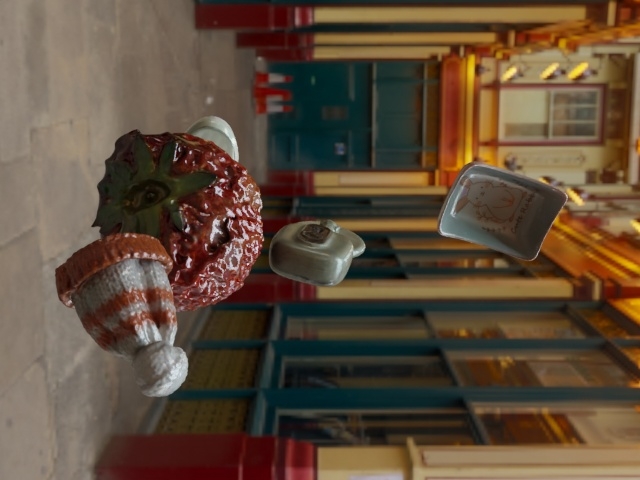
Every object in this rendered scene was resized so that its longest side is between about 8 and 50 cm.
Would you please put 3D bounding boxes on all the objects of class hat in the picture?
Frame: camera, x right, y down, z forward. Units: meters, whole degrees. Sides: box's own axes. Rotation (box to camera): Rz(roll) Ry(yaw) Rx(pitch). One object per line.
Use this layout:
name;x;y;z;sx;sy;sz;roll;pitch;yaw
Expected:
hat;-0.174;0.076;0.801;0.162;0.112;0.093;63;-22;21

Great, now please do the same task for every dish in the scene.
dish;0.323;-0.063;1.561;0.077;0.213;0.151;-107;-143;-61

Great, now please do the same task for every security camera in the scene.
security camera;0.000;0.000;1.621;0.301;0.157;0.080;-53;156;-69

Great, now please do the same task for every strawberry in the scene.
strawberry;-0.211;-0.017;1.418;0.310;0.292;0.291;20;65;-52

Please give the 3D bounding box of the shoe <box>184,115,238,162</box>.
shoe;-0.254;-0.203;1.889;0.363;0.132;0.160;129;-27;-59
